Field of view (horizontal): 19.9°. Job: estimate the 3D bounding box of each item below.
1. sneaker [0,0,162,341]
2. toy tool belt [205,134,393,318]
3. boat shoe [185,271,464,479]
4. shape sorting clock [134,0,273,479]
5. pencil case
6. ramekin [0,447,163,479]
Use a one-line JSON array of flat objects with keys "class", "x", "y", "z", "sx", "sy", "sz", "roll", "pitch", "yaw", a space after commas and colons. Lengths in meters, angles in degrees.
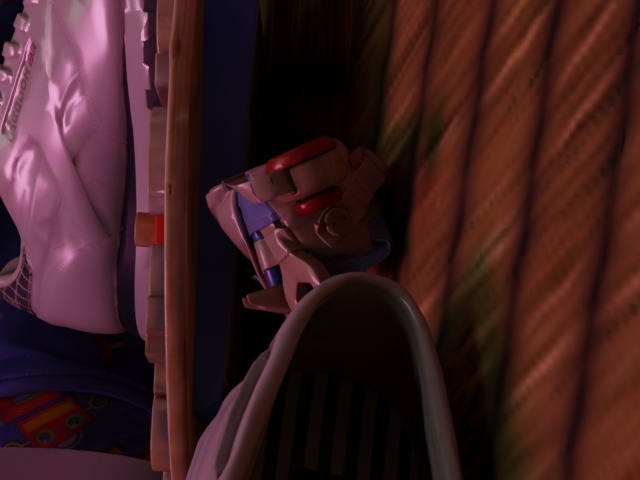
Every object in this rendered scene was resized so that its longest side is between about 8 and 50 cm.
[{"class": "sneaker", "x": -0.092, "y": -0.068, "z": 0.732, "sx": 0.090, "sy": 0.095, "sz": 0.235, "roll": -41, "pitch": -40, "yaw": -61}, {"class": "toy tool belt", "x": 0.000, "y": 0.000, "z": 0.500, "sx": 0.083, "sy": 0.052, "sz": 0.051, "roll": 167, "pitch": 79, "yaw": -81}, {"class": "boat shoe", "x": -0.006, "y": 0.095, "z": 0.353, "sx": 0.226, "sy": 0.083, "sz": 0.076, "roll": -95, "pitch": 16, "yaw": -49}, {"class": "shape sorting clock", "x": -0.043, "y": -0.002, "z": 0.619, "sx": 0.206, "sy": 0.040, "sz": 0.206, "roll": 4, "pitch": -90, "yaw": -88}, {"class": "pencil case", "x": -0.127, "y": -0.008, "z": 0.912, "sx": 0.119, "sy": 0.133, "sz": 0.306, "roll": -32, "pitch": 42, "yaw": 30}, {"class": "ramekin", "x": -0.138, "y": 0.158, "z": 0.673, "sx": 0.207, "sy": 0.207, "sz": 0.109, "roll": 122, "pitch": 144, "yaw": -63}]
